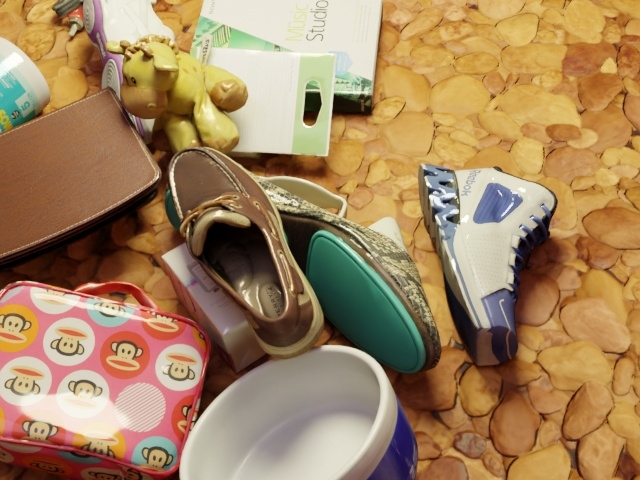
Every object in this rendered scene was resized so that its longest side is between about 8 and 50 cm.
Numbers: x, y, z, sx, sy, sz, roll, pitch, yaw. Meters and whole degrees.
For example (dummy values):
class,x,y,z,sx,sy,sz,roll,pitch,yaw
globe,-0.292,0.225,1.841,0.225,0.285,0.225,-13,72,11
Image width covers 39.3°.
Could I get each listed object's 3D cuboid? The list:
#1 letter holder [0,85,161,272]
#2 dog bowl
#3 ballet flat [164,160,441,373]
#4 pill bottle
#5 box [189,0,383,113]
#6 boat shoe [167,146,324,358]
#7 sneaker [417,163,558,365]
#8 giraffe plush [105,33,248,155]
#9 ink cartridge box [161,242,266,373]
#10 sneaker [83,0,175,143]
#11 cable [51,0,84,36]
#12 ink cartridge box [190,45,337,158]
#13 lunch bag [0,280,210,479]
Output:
class,x,y,z,sx,sy,sz,roll,pitch,yaw
letter holder,-0.390,-0.054,1.325,0.302,0.152,0.214,-27,60,-13
dog bowl,-0.024,0.249,1.044,0.265,0.104,0.265,-21,29,12
ballet flat,0.000,0.000,1.266,0.483,0.164,0.182,30,44,24
pill bottle,-0.576,-0.198,1.439,0.146,0.146,0.264,30,64,22
box,-0.061,-0.325,1.537,0.322,0.058,0.232,2,56,8
boat shoe,-0.112,-0.009,1.133,0.123,0.123,0.342,-31,60,2
sneaker,0.254,0.002,1.247,0.182,0.127,0.315,-11,54,0
giraffe plush,-0.224,-0.229,1.325,0.182,0.170,0.210,-9,79,29
ink cartridge box,-0.153,0.074,1.238,0.067,0.115,0.198,-32,58,-17
sneaker,-0.298,-0.303,1.505,0.152,0.114,0.305,-4,66,-34
cable,-0.408,-0.480,1.690,0.140,0.072,0.287,-9,41,19
ink cartridge box,-0.095,-0.217,1.425,0.235,0.056,0.171,4,85,6
lunch bag,-0.294,0.168,1.143,0.293,0.120,0.258,16,58,-8
